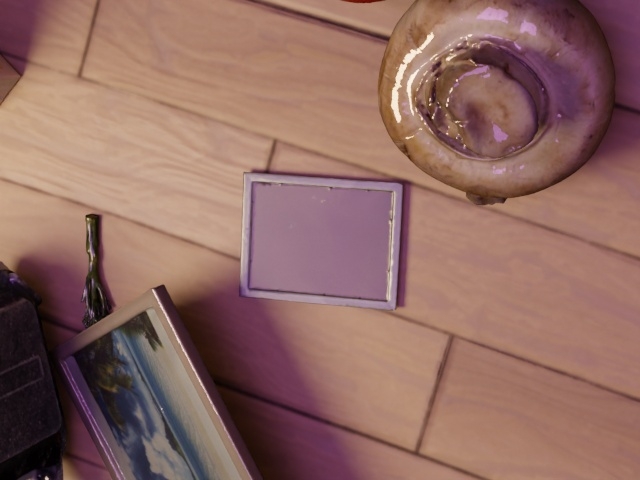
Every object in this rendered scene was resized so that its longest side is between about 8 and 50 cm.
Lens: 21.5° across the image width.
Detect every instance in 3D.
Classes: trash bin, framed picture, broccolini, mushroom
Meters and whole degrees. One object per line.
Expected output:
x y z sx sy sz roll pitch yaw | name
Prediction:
-0.495 0.203 1.917 0.367 0.256 0.296 -10 98 24 | trash bin
0.000 0.000 1.858 0.183 0.011 0.142 4 98 15 | framed picture
-0.171 0.226 1.876 0.232 0.024 0.315 -31 87 45 | framed picture
-0.255 0.040 1.933 0.035 0.030 0.140 1 93 7 | broccolini
0.178 -0.149 1.696 0.254 0.184 0.255 0 114 1 | mushroom

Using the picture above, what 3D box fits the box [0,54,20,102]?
-0.476 -0.216 1.798 0.200 0.343 0.065 46 107 7 | box

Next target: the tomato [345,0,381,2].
0.088 -0.352 1.681 0.338 0.338 0.144 -23 128 18 | tomato
